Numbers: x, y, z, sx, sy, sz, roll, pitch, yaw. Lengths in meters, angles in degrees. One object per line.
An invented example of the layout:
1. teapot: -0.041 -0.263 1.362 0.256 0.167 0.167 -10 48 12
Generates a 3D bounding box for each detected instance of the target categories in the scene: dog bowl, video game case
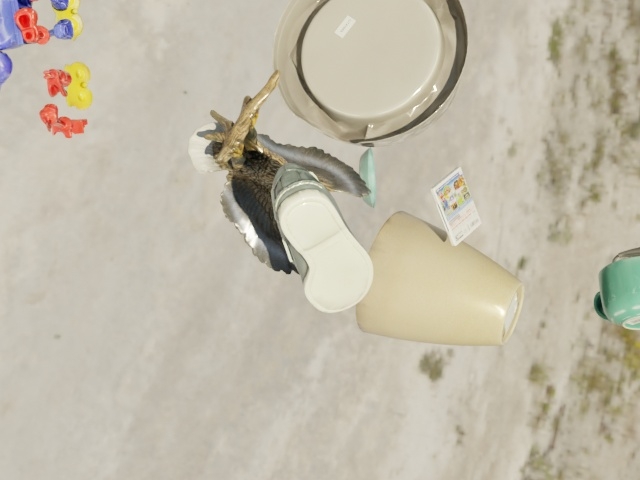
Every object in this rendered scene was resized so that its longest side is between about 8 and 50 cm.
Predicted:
1. dog bowl: 0.094 -0.323 1.742 0.102 0.349 0.348 38 65 -70
2. video game case: 0.253 -0.064 1.845 0.087 0.011 0.122 -38 114 -34

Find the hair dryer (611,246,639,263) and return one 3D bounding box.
1. hair dryer: 0.729 0.024 1.949 0.293 0.224 0.080 110 -20 -56

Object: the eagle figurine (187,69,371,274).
1. eagle figurine: -0.073 -0.105 1.734 0.298 0.226 0.225 47 18 -42

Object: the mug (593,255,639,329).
1. mug: 0.548 0.101 1.707 0.157 0.129 0.097 75 12 -64

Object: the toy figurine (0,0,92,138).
1. toy figurine: -0.423 -0.294 1.193 0.191 0.217 0.362 -77 162 -75

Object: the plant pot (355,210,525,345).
1. plant pot: 0.246 0.103 1.933 0.256 0.274 0.256 -46 146 -44

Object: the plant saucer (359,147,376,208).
1. plant saucer: 0.091 -0.121 1.924 0.119 0.021 0.119 -3 90 -80

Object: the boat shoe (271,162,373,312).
1. boat shoe: 0.000 0.000 1.534 0.319 0.116 0.099 64 1 -53
